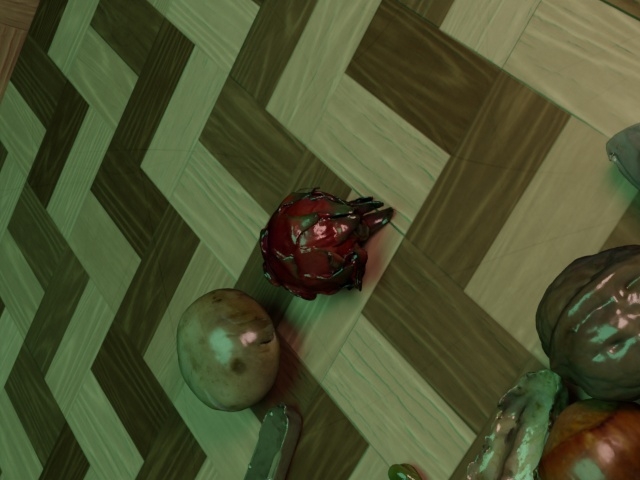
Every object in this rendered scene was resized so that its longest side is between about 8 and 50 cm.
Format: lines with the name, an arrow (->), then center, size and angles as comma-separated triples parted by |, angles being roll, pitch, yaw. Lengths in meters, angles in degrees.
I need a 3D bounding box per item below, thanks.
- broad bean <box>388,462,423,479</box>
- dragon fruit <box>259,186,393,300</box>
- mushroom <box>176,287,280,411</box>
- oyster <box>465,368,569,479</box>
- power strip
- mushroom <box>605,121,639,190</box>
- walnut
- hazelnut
broad bean -> 0.146, 0.409, 1.577 | 0.063, 0.045, 0.083 | -42, 63, 35
dragon fruit -> 0.000, 0.000, 1.709 | 0.274, 0.193, 0.192 | -38, 31, 35
mushroom -> -0.173, 0.214, 1.843 | 0.255, 0.184, 0.254 | -10, 75, 42
oyster -> 0.300, 0.364, 1.377 | 0.166, 0.110, 0.341 | -15, 70, 39
power strip -> -0.105, 0.443, 1.829 | 0.080, 0.048, 0.286 | 26, 102, 43
mushroom -> 0.522, -0.065, 1.232 | 0.351, 0.097, 0.109 | 40, 114, 38
walnut -> 0.394, 0.108, 1.242 | 0.224, 0.224, 0.224 | -10, 76, 45
hazelnut -> 0.386, 0.292, 1.246 | 0.182, 0.182, 0.182 | -10, 76, 45
